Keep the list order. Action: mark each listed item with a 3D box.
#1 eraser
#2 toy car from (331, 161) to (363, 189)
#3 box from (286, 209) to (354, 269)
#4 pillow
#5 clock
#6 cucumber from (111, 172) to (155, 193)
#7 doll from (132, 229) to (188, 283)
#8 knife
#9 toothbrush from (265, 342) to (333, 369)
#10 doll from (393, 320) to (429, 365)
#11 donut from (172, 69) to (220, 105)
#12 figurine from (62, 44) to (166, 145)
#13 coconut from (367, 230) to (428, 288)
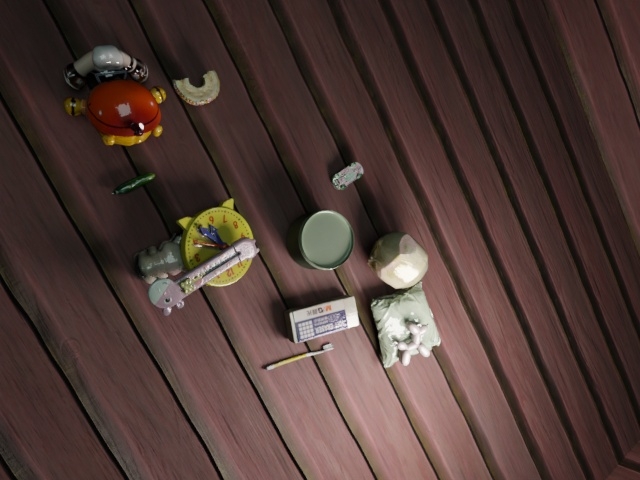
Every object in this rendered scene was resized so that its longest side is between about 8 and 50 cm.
[{"bbox_3d":[0.005,0.302,1.745,0.278,0.081,0.124,-11,91,-24],"label":"eraser"},{"bbox_3d":[0.109,-0.264,1.834,0.142,0.055,0.069,-35,101,-7],"label":"toy car"},{"bbox_3d":[0.000,0.000,1.722,0.225,0.149,0.227,1,87,-24],"label":"box"},{"bbox_3d":[0.346,0.345,1.862,0.283,0.138,0.310,-20,98,-22],"label":"pillow"},{"bbox_3d":[-0.349,0.018,1.566,0.277,0.071,0.294,-37,116,-37],"label":"clock"},{"bbox_3d":[-0.633,-0.191,1.515,0.155,0.037,0.037,-31,100,-23],"label":"cucumber"},{"bbox_3d":[-0.531,0.064,1.516,0.191,0.095,0.150,-23,94,-20],"label":"doll"},{"bbox_3d":[-0.376,0.103,1.492,0.398,0.038,0.132,-34,123,-26],"label":"knife"},{"bbox_3d":[-0.078,0.448,1.735,0.287,0.021,0.024,-12,81,-24],"label":"toothbrush"},{"bbox_3d":[0.368,0.397,1.777,0.160,0.059,0.160,-20,104,-10],"label":"doll"},{"bbox_3d":[-0.435,-0.535,1.602,0.165,0.065,0.108,-22,96,-24],"label":"donut"},{"bbox_3d":[-0.642,-0.446,1.436,0.319,0.196,0.323,-22,86,-29],"label":"figurine"},{"bbox_3d":[0.303,0.070,1.814,0.230,0.227,0.227,43,72,-16],"label":"coconut"}]
